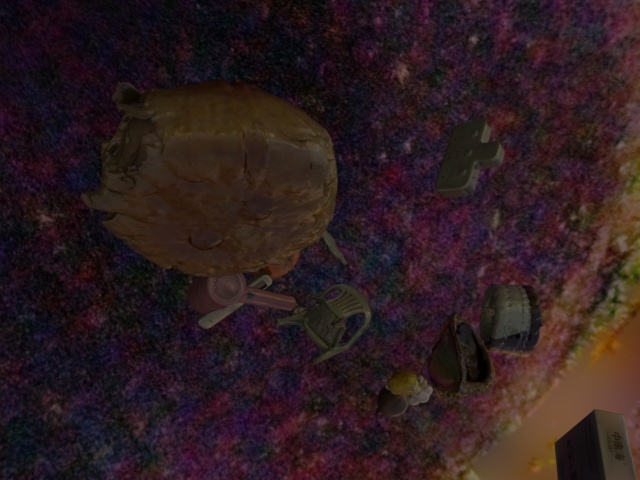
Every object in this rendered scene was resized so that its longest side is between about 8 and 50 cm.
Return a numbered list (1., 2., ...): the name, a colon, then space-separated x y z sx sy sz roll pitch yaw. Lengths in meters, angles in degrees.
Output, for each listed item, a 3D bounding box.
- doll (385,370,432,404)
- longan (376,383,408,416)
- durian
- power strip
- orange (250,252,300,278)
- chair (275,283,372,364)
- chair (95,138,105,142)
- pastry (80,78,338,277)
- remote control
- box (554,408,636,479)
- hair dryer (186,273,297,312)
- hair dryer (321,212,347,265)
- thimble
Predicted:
1. doll: 0.239 0.392 1.250 0.106 0.062 0.162 -21 142 23
2. longan: 0.222 0.506 1.475 0.106 0.106 0.119 14 125 -49
3. durian: 0.274 0.252 0.951 0.118 0.187 0.108 27 133 -22
4. power strip: 0.484 -0.266 1.497 0.059 0.193 0.265 36 67 -38
5. orange: -0.201 0.029 1.822 0.246 0.246 0.246 -26 139 -25
6. chair: 0.030 0.255 1.537 0.191 0.203 0.274 -53 158 15
7. chair: -0.441 -0.236 1.179 0.104 0.221 0.095 -57 146 -27
8. pastry: -0.132 -0.067 0.643 0.329 0.137 0.330 -9 145 -6
9. remote control: -0.314 0.218 1.725 0.309 0.038 0.090 -35 146 -4
10. box: 0.615 0.505 1.070 0.243 0.067 0.155 89 15 -51
11. hair dryer: -0.239 0.188 1.538 0.352 0.126 0.210 17 156 -29
12. hair dryer: -0.030 -0.009 1.570 0.218 0.225 0.088 -5 159 -30
13. thimble: 0.591 0.244 1.479 0.237 0.150 0.238 7 90 -84
